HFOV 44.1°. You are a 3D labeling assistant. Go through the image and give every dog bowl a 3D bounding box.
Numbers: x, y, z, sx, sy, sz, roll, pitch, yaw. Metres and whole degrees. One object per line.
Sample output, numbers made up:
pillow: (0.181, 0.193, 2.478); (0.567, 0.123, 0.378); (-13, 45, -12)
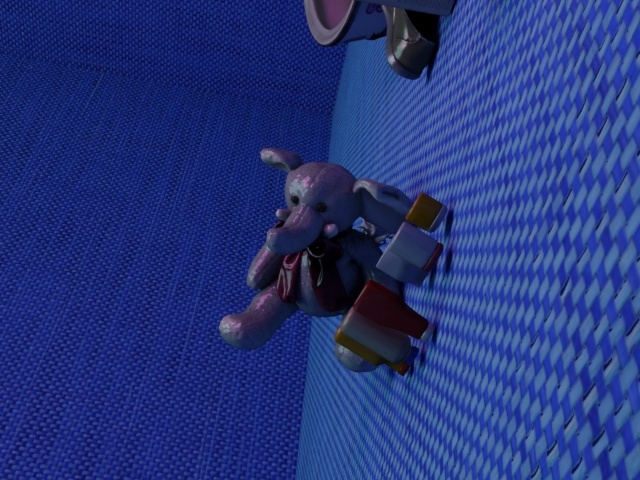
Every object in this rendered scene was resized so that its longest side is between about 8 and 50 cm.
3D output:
dog bowl: (0.091, -0.598, 1.617); (0.408, 0.151, 0.407); (180, 90, -72)

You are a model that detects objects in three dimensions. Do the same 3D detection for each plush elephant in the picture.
plush elephant: (0.000, 0.000, 1.201); (0.330, 0.272, 0.255); (-55, -37, -32)

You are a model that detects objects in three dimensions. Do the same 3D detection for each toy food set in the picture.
toy food set: (0.108, 0.067, 0.969); (0.232, 0.105, 0.111); (-60, -4, 18)

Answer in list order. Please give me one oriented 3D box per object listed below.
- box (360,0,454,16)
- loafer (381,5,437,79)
box: (0.070, -0.419, 1.162); (0.113, 0.275, 0.094); (104, 175, -51)
loafer: (0.159, -0.383, 1.317); (0.087, 0.094, 0.251); (-38, 46, 47)
